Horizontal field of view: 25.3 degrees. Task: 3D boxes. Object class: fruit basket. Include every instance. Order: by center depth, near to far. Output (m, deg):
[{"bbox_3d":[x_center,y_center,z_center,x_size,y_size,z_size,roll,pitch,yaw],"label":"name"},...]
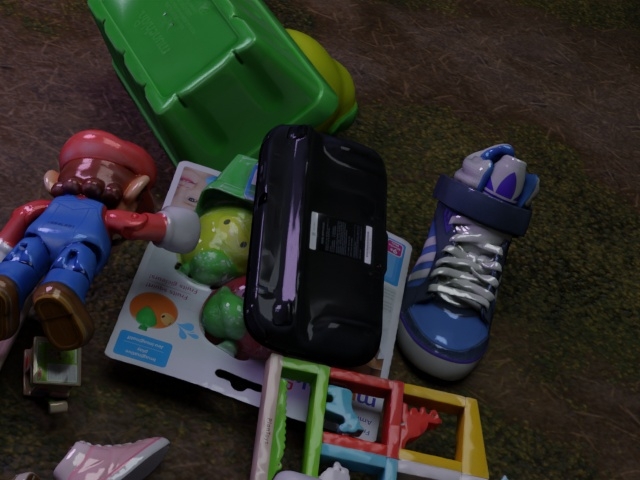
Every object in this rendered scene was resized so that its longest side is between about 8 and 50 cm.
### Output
[{"bbox_3d":[-0.057,0.056,1.717,0.327,0.165,0.353,19,37,-3],"label":"fruit basket"},{"bbox_3d":[-0.118,-0.223,2.054,0.392,0.283,0.392,53,3,-4],"label":"fruit basket"}]

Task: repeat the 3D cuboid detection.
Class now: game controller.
[{"bbox_3d":[0.000,0.000,1.678,0.166,0.067,0.319,20,52,-21],"label":"game controller"}]

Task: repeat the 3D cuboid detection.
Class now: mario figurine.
[{"bbox_3d":[-0.265,0.013,1.612,0.198,0.170,0.320,35,39,-10],"label":"mario figurine"}]

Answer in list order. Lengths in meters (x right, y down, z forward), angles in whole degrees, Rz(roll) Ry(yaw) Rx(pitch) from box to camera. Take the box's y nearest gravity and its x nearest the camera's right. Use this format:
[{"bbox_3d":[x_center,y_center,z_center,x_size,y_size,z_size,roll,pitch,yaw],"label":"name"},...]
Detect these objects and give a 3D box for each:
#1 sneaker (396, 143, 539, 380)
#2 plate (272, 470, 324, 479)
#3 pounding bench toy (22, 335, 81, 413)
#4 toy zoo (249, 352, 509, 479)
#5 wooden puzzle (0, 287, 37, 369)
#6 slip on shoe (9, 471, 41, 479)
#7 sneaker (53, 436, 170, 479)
[{"bbox_3d":[0.197,0.003,1.854,0.130,0.236,0.323,21,34,0],"label":"sneaker"},{"bbox_3d":[0.062,0.374,1.327,0.278,0.045,0.277,17,64,-7],"label":"plate"},{"bbox_3d":[-0.293,0.154,1.547,0.052,0.065,0.083,6,68,-22],"label":"pounding bench toy"},{"bbox_3d":[0.071,0.245,1.572,0.293,0.030,0.192,13,58,-12],"label":"toy zoo"},{"bbox_3d":[-0.454,0.094,1.562,0.238,0.044,0.221,14,34,-2],"label":"wooden puzzle"},{"bbox_3d":[-0.308,0.282,1.377,0.041,0.051,0.135,-14,38,20],"label":"slip on shoe"},{"bbox_3d":[-0.221,0.227,1.486,0.070,0.051,0.134,40,42,18],"label":"sneaker"}]
